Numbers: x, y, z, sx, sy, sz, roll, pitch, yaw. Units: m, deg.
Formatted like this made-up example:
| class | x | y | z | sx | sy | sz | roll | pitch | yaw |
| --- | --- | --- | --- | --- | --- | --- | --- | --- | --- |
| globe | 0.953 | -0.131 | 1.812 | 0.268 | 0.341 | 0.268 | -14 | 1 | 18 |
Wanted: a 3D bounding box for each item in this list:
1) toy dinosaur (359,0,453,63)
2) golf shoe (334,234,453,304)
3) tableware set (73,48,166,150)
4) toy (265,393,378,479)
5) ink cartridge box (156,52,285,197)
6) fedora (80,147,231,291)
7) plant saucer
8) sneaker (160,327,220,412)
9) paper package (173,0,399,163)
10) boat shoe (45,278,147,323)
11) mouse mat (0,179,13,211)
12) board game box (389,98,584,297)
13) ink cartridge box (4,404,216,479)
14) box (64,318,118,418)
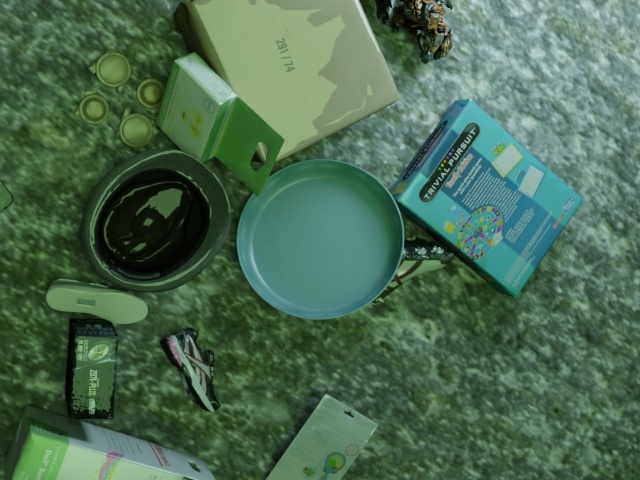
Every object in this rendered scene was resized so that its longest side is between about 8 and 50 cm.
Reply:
| class | x | y | z | sx | sy | sz | roll | pitch | yaw |
| --- | --- | --- | --- | --- | --- | --- | --- | --- | --- |
| toy dinosaur | 0.153 | -0.497 | 1.976 | 0.218 | 0.164 | 0.322 | -26 | 85 | -28 |
| golf shoe | 0.129 | 0.059 | 2.039 | 0.272 | 0.105 | 0.120 | -6 | 113 | -11 |
| tableware set | -0.361 | -0.257 | 1.877 | 0.168 | 0.020 | 0.141 | 30 | 87 | -20 |
| toy | -0.010 | 0.427 | 2.044 | 0.136 | 0.056 | 0.237 | 33 | 90 | -22 |
| ink cartridge box | -0.183 | -0.195 | 1.816 | 0.235 | 0.171 | 0.056 | 46 | 51 | 14 |
| fedora | -0.302 | -0.039 | 1.863 | 0.243 | 0.124 | 0.275 | 41 | 91 | -15 |
| plant saucer | 0.000 | 0.000 | 1.943 | 0.317 | 0.044 | 0.318 | -1 | 72 | 3 |
| sneaker | -0.228 | 0.246 | 1.949 | 0.077 | 0.072 | 0.178 | -33 | 110 | -23 |
| paper package | -0.062 | -0.342 | 1.888 | 0.309 | 0.168 | 0.325 | -28 | 102 | -13 |
| boat shoe | -0.409 | 0.107 | 1.877 | 0.184 | 0.063 | 0.066 | 5 | 117 | -11 |
| mouse mat | -0.663 | -0.074 | 1.807 | 0.189 | 0.007 | 0.153 | -39 | 106 | -11 |
| board game box | 0.337 | -0.085 | 2.088 | 0.336 | 0.079 | 0.254 | 38 | 84 | -17 |
| ink cartridge box | -0.377 | 0.422 | 1.844 | 0.353 | 0.207 | 0.119 | 21 | 88 | -18 |
| box | -0.410 | 0.226 | 1.827 | 0.077 | 0.180 | 0.148 | 3 | 94 | -17 |
